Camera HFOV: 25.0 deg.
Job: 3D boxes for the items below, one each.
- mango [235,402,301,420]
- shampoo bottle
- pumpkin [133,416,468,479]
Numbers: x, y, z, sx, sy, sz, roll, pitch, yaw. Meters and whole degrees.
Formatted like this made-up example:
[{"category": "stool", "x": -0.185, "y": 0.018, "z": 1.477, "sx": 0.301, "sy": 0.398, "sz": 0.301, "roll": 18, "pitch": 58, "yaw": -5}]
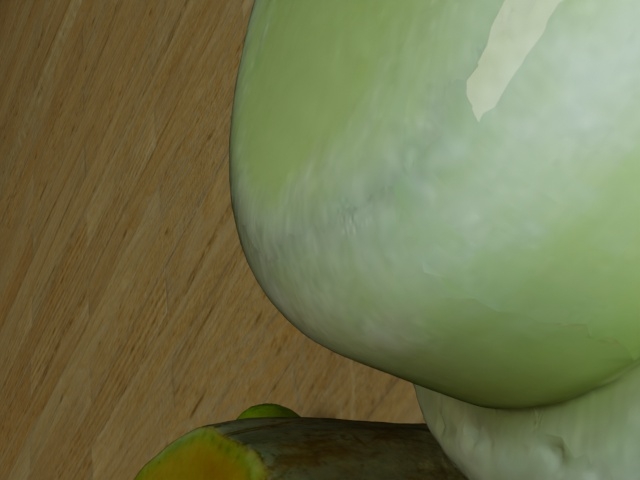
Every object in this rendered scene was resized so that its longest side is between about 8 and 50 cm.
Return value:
[{"category": "mango", "x": -0.051, "y": 0.205, "z": 1.063, "sx": 0.163, "sy": 0.089, "sz": 0.117, "roll": -71, "pitch": 24, "yaw": 15}, {"category": "shampoo bottle", "x": 0.153, "y": -0.050, "z": 0.452, "sx": 0.322, "sy": 0.317, "sz": 0.322, "roll": -56, "pitch": 21, "yaw": 35}, {"category": "pumpkin", "x": -0.018, "y": 0.255, "z": 0.835, "sx": 0.332, "sy": 0.199, "sz": 0.332, "roll": -170, "pitch": 90, "yaw": -69}]
